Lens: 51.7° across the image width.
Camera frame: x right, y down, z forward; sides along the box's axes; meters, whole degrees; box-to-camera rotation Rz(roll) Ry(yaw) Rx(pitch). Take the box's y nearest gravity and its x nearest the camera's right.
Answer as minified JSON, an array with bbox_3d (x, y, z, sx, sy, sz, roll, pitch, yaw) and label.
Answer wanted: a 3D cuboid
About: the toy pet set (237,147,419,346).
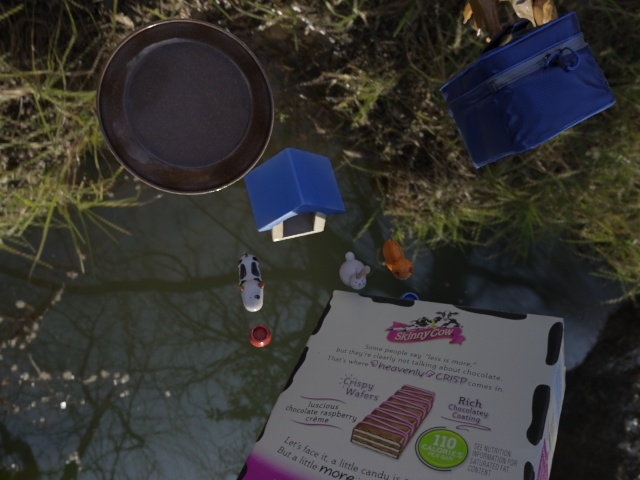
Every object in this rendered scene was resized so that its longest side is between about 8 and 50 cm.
[{"bbox_3d":[0.000,0.000,0.444,0.122,0.114,0.065,-13,161,-9],"label":"toy pet set"}]

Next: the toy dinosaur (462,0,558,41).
[{"bbox_3d":[0.129,-0.192,0.413,0.112,0.064,0.211,-32,144,-12],"label":"toy dinosaur"}]

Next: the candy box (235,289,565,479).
[{"bbox_3d":[0.043,0.141,0.380,0.233,0.159,0.071,-60,144,-39],"label":"candy box"}]

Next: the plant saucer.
[{"bbox_3d":[-0.153,-0.153,0.761,0.198,0.036,0.199,-2,111,-6],"label":"plant saucer"}]

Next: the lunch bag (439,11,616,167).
[{"bbox_3d":[0.114,-0.088,0.379,0.067,0.098,0.065,-28,92,-9],"label":"lunch bag"}]
